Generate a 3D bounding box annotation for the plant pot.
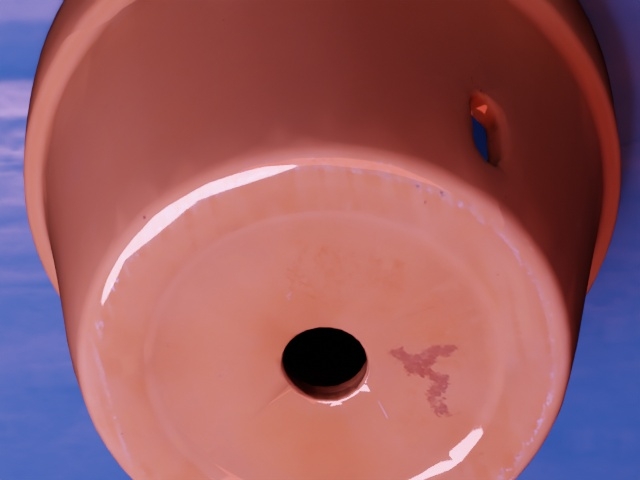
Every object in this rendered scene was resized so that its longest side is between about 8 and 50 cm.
[{"bbox_3d":[0.000,0.000,0.762,0.291,0.203,0.291,0,120,0],"label":"plant pot"}]
